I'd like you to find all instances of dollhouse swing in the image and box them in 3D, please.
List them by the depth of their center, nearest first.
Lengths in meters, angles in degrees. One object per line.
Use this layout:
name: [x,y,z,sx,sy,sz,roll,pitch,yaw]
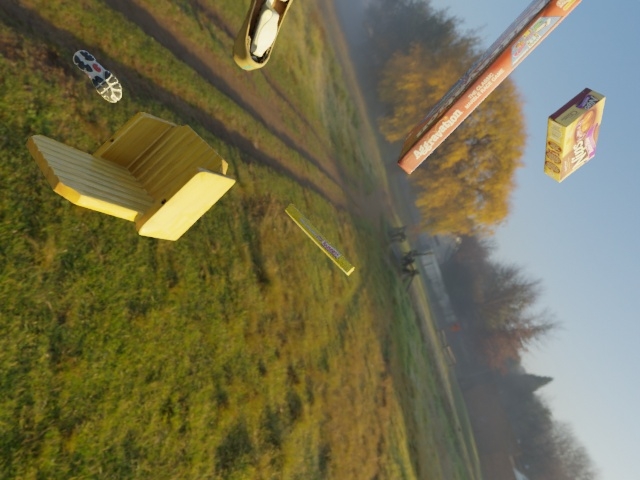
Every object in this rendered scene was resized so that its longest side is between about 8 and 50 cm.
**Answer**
dollhouse swing: [-0.475,-0.217,1.199,0.347,0.315,0.305,43,-4,33]

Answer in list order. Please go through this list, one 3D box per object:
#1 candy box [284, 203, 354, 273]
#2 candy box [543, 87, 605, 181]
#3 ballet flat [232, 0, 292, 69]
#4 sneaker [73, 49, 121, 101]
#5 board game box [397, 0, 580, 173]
candy box: [0.000,0.000,1.116,0.206,0.027,0.105,46,-4,7]
candy box: [0.554,-0.227,1.046,0.053,0.109,0.187,50,-5,38]
ballet flat: [-0.079,-0.401,0.807,0.080,0.233,0.073,12,17,-36]
sneaker: [-0.671,-0.501,1.446,0.170,0.068,0.071,53,-5,-17]
board game box: [0.213,-0.217,0.632,0.027,0.281,0.145,39,30,-8]
